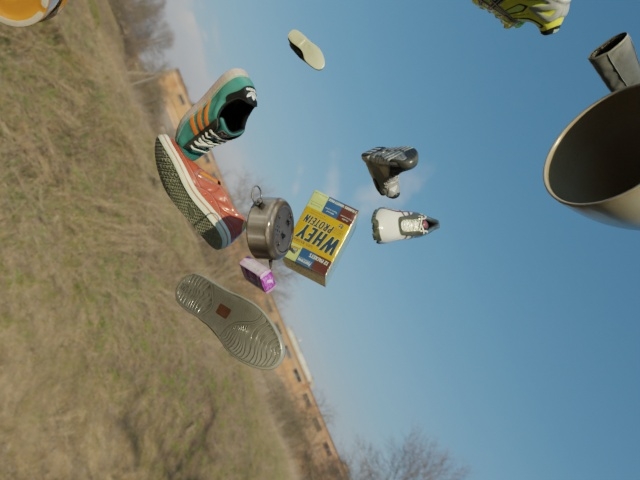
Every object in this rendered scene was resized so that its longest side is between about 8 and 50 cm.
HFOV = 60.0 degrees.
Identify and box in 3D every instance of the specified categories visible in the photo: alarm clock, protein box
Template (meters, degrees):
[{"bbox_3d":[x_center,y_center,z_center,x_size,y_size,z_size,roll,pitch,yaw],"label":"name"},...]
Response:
[{"bbox_3d":[-0.103,-0.037,1.121,0.192,0.064,0.129,68,33,-45],"label":"alarm clock"},{"bbox_3d":[0.000,0.000,1.547,0.136,0.201,0.200,26,-11,6],"label":"protein box"}]

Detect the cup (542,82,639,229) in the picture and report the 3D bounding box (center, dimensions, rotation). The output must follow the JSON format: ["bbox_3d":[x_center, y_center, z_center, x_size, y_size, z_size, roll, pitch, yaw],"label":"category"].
[{"bbox_3d":[0.720,-0.153,1.258,0.237,0.331,0.331,35,3,-24],"label":"cup"}]

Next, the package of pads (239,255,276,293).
[{"bbox_3d":[-0.129,0.069,1.131,0.083,0.032,0.050,26,-37,44],"label":"package of pads"}]

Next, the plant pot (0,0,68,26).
[{"bbox_3d":[-0.613,-0.527,1.119,0.188,0.205,0.205,-116,-169,-46],"label":"plant pot"}]

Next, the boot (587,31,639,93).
[{"bbox_3d":[0.746,-0.396,1.425,0.208,0.189,0.076,36,19,-33],"label":"boot"}]

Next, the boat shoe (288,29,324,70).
[{"bbox_3d":[-0.035,-0.497,1.462,0.133,0.049,0.042,49,-7,10],"label":"boat shoe"}]

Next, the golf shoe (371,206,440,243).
[{"bbox_3d":[0.241,-0.050,1.600,0.120,0.273,0.105,-5,-88,36],"label":"golf shoe"}]

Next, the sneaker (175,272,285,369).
[{"bbox_3d":[-0.126,0.133,0.904,0.222,0.083,0.118,35,-4,27],"label":"sneaker"}]

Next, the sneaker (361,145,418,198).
[{"bbox_3d":[0.192,-0.166,1.410,0.229,0.086,0.132,31,-37,66],"label":"sneaker"}]

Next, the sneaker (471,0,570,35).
[{"bbox_3d":[0.510,-0.674,1.552,0.385,0.145,0.147,39,-38,43],"label":"sneaker"}]

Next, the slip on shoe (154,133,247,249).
[{"bbox_3d":[-0.299,-0.126,1.352,0.331,0.101,0.123,51,-38,12],"label":"slip on shoe"}]

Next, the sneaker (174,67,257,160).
[{"bbox_3d":[-0.270,-0.292,1.414,0.302,0.108,0.121,-44,-125,30],"label":"sneaker"}]
